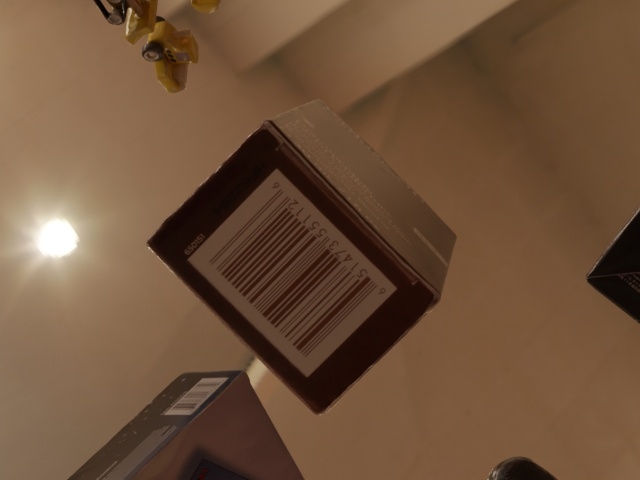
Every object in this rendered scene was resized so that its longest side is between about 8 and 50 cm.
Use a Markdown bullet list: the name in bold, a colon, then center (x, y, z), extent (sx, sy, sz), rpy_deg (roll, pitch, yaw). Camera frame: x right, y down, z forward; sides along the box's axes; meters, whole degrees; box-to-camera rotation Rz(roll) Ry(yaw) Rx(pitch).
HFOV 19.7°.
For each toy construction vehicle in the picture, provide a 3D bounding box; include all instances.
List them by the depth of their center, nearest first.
- **toy construction vehicle**: center (-0.079, -0.130, 0.945), extent (0.098, 0.035, 0.086), rpy_deg (59, -152, -47)

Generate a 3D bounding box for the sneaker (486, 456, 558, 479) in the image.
- **sneaker**: center (0.276, 0.313, 1.848), extent (0.106, 0.162, 0.281), rpy_deg (-21, -114, -25)

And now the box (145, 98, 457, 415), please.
- **box**: center (0.000, 0.000, 1.528), extent (0.191, 0.143, 0.381), rpy_deg (45, -172, -1)

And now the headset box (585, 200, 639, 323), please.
- **headset box**: center (0.283, 0.036, 1.108), extent (0.218, 0.110, 0.293), rpy_deg (39, -170, 8)

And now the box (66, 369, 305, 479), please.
- **box**: center (-0.077, 0.182, 0.725), extent (0.233, 0.044, 0.159), rpy_deg (-42, -66, -38)
